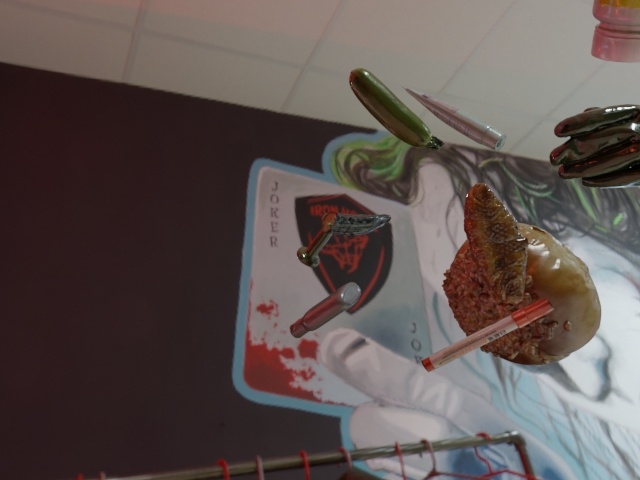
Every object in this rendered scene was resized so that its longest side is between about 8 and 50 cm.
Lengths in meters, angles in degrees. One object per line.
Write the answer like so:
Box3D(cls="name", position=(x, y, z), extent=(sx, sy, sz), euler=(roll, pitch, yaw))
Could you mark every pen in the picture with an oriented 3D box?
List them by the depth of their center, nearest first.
Box3D(cls="pen", position=(0.280, 0.162, 1.024), extent=(0.239, 0.028, 0.028), euler=(-31, -33, 16))

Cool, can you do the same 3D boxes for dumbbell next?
Box3D(cls="dumbbell", position=(0.000, 0.000, 1.215), extent=(0.052, 0.046, 0.118), euler=(27, -62, -18))

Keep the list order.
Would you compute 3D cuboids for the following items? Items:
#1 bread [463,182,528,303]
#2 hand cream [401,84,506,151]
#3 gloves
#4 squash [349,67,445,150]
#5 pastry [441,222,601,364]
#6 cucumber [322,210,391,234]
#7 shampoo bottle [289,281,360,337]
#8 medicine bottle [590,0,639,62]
Box3D(cls="bread", position=(0.323, 0.003, 1.121), extent=(0.105, 0.233, 0.076), euler=(-20, 6, -6))
Box3D(cls="hand cream", position=(0.361, -0.343, 1.678), extent=(0.085, 0.331, 0.058), euler=(8, -66, -57))
Box3D(cls="gloves", position=(0.432, -0.117, 0.796), extent=(0.268, 0.135, 0.107), euler=(7, -42, -10))
Box3D(cls="squash", position=(0.154, -0.271, 1.292), extent=(0.066, 0.252, 0.066), euler=(-47, 0, 0))
Box3D(cls="pastry", position=(0.485, 0.148, 1.511), extent=(0.245, 0.409, 0.409), euler=(-36, -19, -27))
Box3D(cls="cucumber", position=(0.053, -0.023, 0.862), extent=(0.135, 0.034, 0.033), euler=(1, -8, -43))
Box3D(cls="shampoo bottle", position=(0.003, 0.137, 1.138), extent=(0.165, 0.040, 0.080), euler=(-39, 1, 35))
Box3D(cls="medicine bottle", position=(0.857, -0.691, 1.626), extent=(0.214, 0.213, 0.378), euler=(-8, -59, -7))
